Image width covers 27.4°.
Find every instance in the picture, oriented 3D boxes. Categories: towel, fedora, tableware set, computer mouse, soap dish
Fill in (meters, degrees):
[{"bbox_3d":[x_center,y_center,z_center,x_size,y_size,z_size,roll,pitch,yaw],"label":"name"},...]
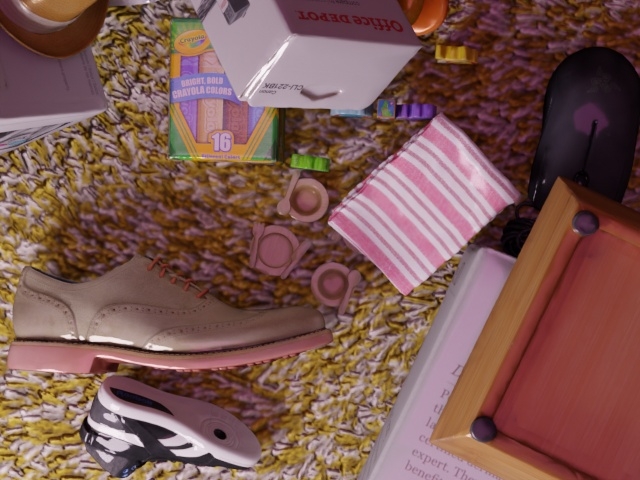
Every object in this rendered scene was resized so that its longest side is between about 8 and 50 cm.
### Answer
[{"bbox_3d":[0.123,-0.040,1.571,0.144,0.029,0.197,43,111,-11],"label":"towel"},{"bbox_3d":[-0.279,-0.290,1.397,0.079,0.194,0.194,-16,91,37],"label":"fedora"},{"bbox_3d":[0.000,0.000,1.626,0.169,0.020,0.141,26,93,2],"label":"tableware set"},{"bbox_3d":[0.326,-0.100,1.577,0.189,0.072,0.272,7,92,4],"label":"computer mouse"},{"bbox_3d":[0.268,0.113,1.235,0.229,0.118,0.290,26,88,4],"label":"soap dish"}]

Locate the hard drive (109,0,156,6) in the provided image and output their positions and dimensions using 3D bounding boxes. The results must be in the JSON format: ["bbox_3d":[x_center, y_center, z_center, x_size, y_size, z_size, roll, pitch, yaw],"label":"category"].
[{"bbox_3d":[-0.308,-0.442,1.502,0.233,0.047,0.353,5,117,39],"label":"hard drive"}]

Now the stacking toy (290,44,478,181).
[{"bbox_3d":[0.075,-0.160,1.605,0.221,0.052,0.167,5,90,5],"label":"stacking toy"}]

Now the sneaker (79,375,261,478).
[{"bbox_3d":[-0.191,0.254,1.627,0.217,0.079,0.121,25,118,-12],"label":"sneaker"}]

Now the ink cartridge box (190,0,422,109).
[{"bbox_3d":[-0.039,-0.285,1.446,0.114,0.197,0.273,-44,61,39],"label":"ink cartridge box"}]

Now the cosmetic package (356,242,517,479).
[{"bbox_3d":[0.234,0.246,1.465,0.327,0.329,0.393,26,92,4],"label":"cosmetic package"}]

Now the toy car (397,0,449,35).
[{"bbox_3d":[0.087,-0.318,1.555,0.159,0.136,0.182,-51,57,36],"label":"toy car"}]

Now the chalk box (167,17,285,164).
[{"bbox_3d":[-0.106,-0.199,1.571,0.132,0.132,0.213,3,93,4],"label":"chalk box"}]

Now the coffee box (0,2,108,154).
[{"bbox_3d":[-0.505,-0.241,1.434,0.334,0.338,0.337,-16,90,37],"label":"coffee box"}]

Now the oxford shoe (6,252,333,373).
[{"bbox_3d":[-0.184,0.086,1.584,0.397,0.140,0.146,-1,85,1],"label":"oxford shoe"}]
